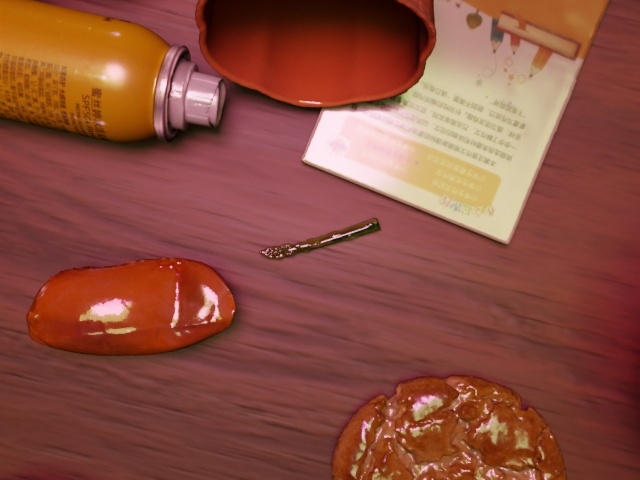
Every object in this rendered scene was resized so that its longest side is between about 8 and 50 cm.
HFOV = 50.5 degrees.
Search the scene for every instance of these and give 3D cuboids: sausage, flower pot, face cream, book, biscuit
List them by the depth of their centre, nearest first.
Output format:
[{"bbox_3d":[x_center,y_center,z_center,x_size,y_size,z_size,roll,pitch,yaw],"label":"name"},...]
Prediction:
[{"bbox_3d":[0.002,-0.226,0.544,0.191,0.190,0.173,5,75,-1],"label":"flower pot"},{"bbox_3d":[-0.255,-0.153,0.579,0.349,0.105,0.104,12,90,0],"label":"face cream"},{"bbox_3d":[-0.164,0.059,0.598,0.179,0.089,0.089,-2,91,-4],"label":"sausage"},{"bbox_3d":[0.119,0.228,0.618,0.226,0.042,0.225,0,90,1],"label":"biscuit"},{"bbox_3d":[0.133,-0.170,0.624,0.208,0.020,0.295,23,90,0],"label":"book"}]

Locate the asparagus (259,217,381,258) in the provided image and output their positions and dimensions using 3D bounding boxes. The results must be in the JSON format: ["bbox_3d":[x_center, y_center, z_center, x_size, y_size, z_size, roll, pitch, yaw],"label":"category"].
[{"bbox_3d":[0.000,0.000,0.627,0.114,0.014,0.015,-17,112,-1],"label":"asparagus"}]
